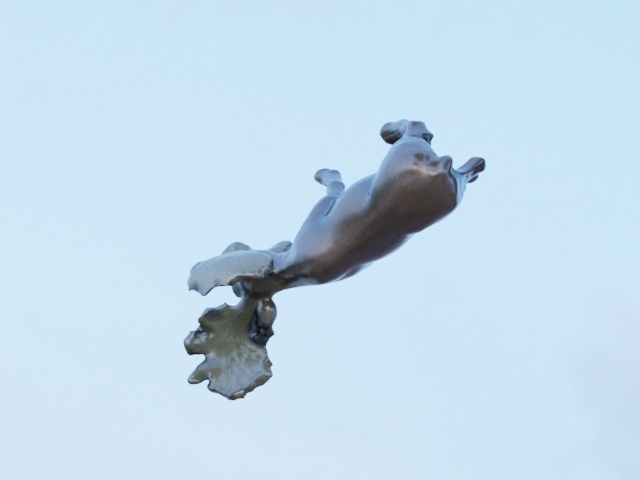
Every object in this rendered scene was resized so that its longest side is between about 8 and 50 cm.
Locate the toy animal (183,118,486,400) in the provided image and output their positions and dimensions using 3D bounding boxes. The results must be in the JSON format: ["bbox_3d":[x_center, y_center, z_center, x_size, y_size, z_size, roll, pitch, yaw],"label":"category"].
[{"bbox_3d":[0.000,0.000,0.885,0.214,0.186,0.093,-33,-76,30],"label":"toy animal"}]
